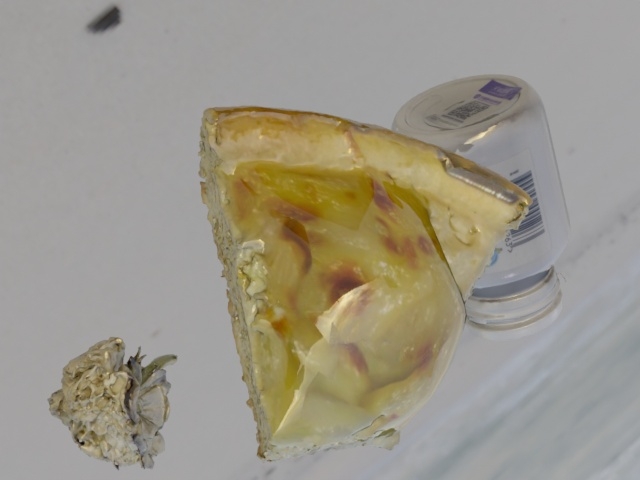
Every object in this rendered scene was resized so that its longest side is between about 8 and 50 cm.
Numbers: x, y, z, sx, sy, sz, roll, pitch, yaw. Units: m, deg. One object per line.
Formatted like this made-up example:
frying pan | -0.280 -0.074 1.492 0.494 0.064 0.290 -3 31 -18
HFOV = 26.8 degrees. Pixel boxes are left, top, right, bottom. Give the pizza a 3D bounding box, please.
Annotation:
pizza | 0.041 0.016 0.724 0.204 0.188 0.080 -1 166 -27

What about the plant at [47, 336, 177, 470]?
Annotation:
plant | -0.144 0.117 1.049 0.122 0.104 0.116 -43 173 -38

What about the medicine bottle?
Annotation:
medicine bottle | 0.147 -0.024 1.178 0.135 0.135 0.215 -32 120 -28
